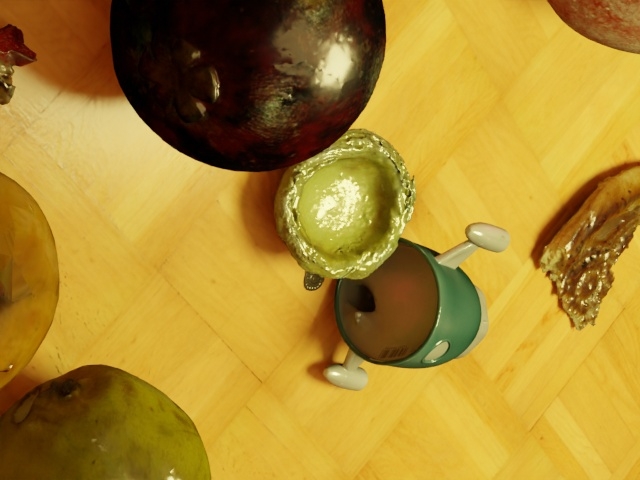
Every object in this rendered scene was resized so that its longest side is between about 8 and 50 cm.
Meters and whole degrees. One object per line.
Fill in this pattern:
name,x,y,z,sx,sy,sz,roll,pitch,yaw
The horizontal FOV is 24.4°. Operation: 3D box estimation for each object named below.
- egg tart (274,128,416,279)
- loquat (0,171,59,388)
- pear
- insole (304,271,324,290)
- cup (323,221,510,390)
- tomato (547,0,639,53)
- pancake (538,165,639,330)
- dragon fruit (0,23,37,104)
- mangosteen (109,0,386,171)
egg tart,0.020,-0.048,1.790,0.197,0.078,0.197,-11,111,-33
loquat,-0.361,0.038,1.398,0.235,0.235,0.235,-17,119,-35
pear,-0.241,0.279,1.596,0.269,0.269,0.321,-21,126,-33
insole,0.000,0.000,1.849,0.045,0.002,0.135,-4,111,-40
cup,0.129,0.088,1.896,0.300,0.167,0.173,-46,148,19
tomato,0.412,-0.391,1.856,0.316,0.282,0.317,2,86,-35
pancake,0.422,0.020,2.185,0.266,0.057,0.244,-20,121,-35
dragon fruit,-0.371,-0.160,1.432,0.192,0.122,0.092,-30,165,-33
mangosteen,-0.070,-0.220,1.512,0.311,0.311,0.311,-17,119,-35
